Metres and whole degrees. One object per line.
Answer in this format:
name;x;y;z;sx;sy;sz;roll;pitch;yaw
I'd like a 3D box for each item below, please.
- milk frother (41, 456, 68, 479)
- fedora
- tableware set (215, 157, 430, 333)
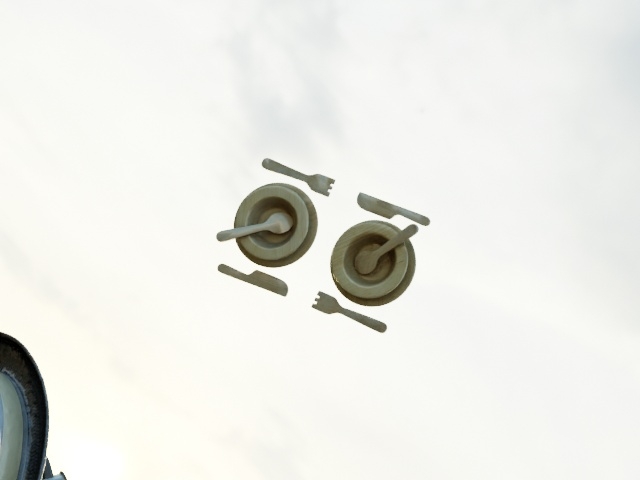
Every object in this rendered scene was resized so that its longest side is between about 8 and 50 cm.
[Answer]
milk frother;-0.366;0.322;1.788;0.143;0.135;0.129;-166;-115;-65
fedora;-0.425;0.220;1.487;0.334;0.334;0.152;24;-10;46
tableware set;0.000;0.000;1.438;0.194;0.128;0.039;20;-6;18
